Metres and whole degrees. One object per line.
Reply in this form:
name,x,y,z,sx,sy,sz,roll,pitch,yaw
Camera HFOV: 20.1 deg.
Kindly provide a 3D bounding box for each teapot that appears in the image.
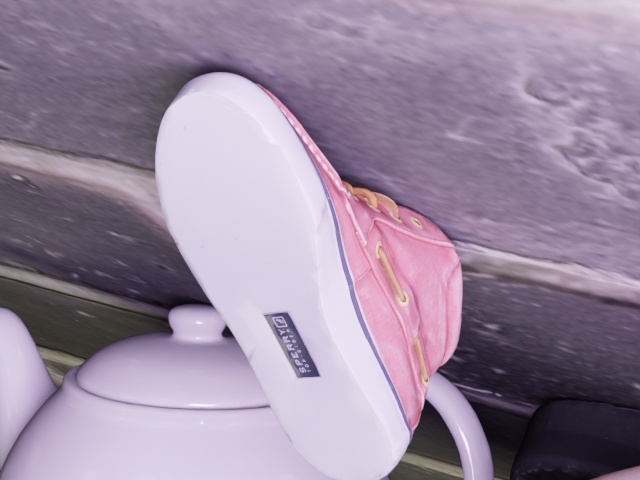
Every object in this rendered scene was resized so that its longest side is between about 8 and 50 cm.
teapot,-0.065,0.129,1.020,0.256,0.187,0.252,1,-171,-17

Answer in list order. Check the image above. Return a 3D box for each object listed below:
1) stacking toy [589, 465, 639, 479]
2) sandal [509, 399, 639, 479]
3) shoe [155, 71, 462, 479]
stacking toy,0.194,0.351,0.689,0.350,0.480,0.350,6,-162,-2
sandal,0.217,0.198,1.051,0.167,0.107,0.446,17,153,22
shoe,0.000,0.000,0.676,0.063,0.081,0.178,-3,125,33
